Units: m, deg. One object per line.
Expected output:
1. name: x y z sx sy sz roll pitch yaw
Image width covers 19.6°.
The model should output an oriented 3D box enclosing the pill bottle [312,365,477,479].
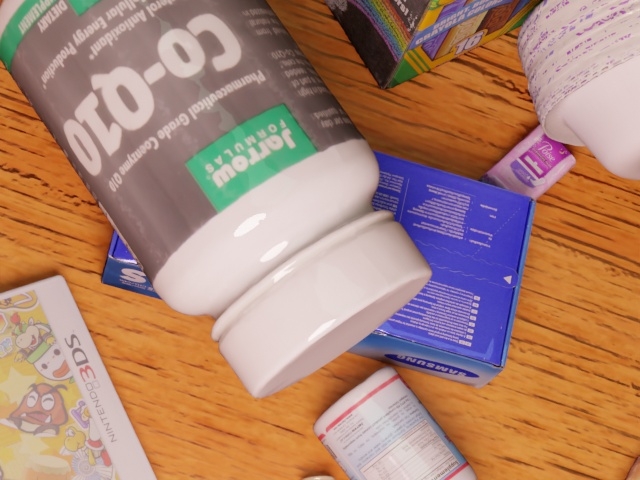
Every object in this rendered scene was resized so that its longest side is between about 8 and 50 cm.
1. pill bottle: 0.073 0.191 1.536 0.087 0.087 0.160 -35 82 -22

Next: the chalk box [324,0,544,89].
1. chalk box: 0.114 -0.292 1.612 0.179 0.289 0.180 -27 79 -20

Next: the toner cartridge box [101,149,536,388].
1. toner cartridge box: 0.000 0.000 1.595 0.347 0.075 0.165 16 69 -6

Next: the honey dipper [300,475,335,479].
1. honey dipper: 0.004 0.275 1.522 0.030 0.030 0.161 -1 74 -13

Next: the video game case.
1. video game case: -0.267 0.151 1.480 0.227 0.026 0.206 -19 75 -31

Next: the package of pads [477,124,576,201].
1. package of pads: 0.188 -0.063 1.685 0.083 0.032 0.050 -41 86 -22

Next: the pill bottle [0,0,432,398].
1. pill bottle: -0.082 -0.071 1.450 0.204 0.204 0.361 -32 79 -21

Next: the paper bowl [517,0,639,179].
1. paper bowl: 0.325 -0.150 1.612 0.284 0.284 0.148 -11 74 -17

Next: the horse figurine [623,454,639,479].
1. horse figurine: 0.243 0.284 1.555 0.263 0.066 0.174 -20 82 -21
